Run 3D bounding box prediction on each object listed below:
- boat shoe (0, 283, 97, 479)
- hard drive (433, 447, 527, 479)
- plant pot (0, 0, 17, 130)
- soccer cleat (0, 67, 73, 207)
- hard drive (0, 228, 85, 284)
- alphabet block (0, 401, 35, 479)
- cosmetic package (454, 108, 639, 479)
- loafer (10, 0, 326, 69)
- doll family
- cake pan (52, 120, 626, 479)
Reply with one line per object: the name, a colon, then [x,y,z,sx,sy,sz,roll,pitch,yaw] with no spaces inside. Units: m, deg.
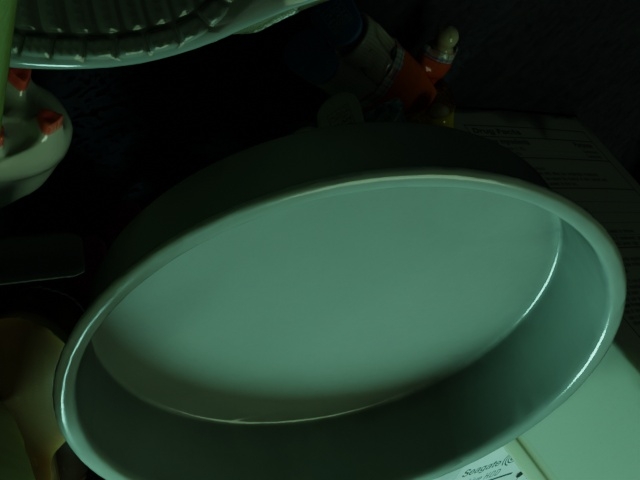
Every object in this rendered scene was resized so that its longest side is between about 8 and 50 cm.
boat shoe: [-0.158,0.087,0.857,0.207,0.073,0.073,110,6,-49]
hard drive: [0.080,0.191,1.088,0.237,0.064,0.339,-8,136,-46]
plant pot: [-0.186,-0.095,0.408,0.276,0.276,0.254,-25,160,-19]
soccer cleat: [-0.199,-0.023,0.657,0.196,0.068,0.076,-16,153,-32]
hard drive: [-0.182,0.014,0.683,0.094,0.022,0.135,-6,179,-41]
alphabet block: [-0.254,0.170,0.705,0.192,0.193,0.197,-43,136,15]
cosmetic package: [0.172,0.063,0.912,0.160,0.309,0.113,-1,134,-44]
loafer: [-0.050,-0.119,0.637,0.251,0.094,0.087,-11,178,-16]
doll family: [0.000,0.000,0.834,0.263,0.118,0.163,-42,148,12]
cake pan: [0.008,0.045,0.775,0.293,0.054,0.293,-10,143,-8]
